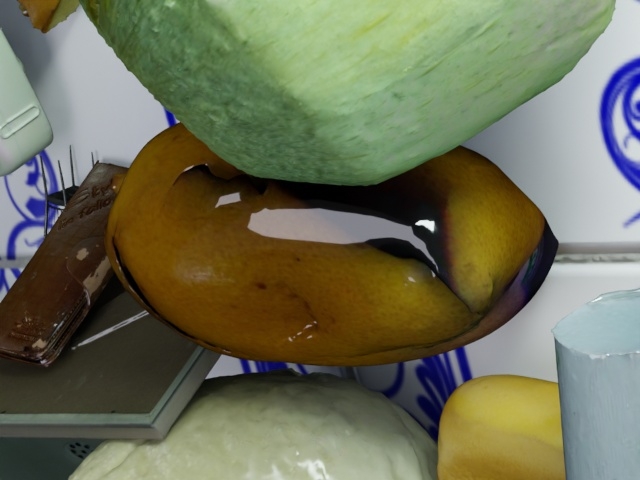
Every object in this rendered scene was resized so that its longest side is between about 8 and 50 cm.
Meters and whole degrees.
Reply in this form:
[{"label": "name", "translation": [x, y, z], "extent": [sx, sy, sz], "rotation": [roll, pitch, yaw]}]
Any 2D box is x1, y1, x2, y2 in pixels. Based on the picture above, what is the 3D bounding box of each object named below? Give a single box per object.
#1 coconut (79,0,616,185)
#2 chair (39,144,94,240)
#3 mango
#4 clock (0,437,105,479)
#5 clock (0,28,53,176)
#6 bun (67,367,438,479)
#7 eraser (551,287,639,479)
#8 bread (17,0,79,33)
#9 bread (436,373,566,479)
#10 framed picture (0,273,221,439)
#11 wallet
[{"label": "coconut", "translation": [0.021, -0.201, 1.034], "extent": [0.328, 0.281, 0.328], "rotation": [-9, 69, 23]}, {"label": "chair", "translation": [-0.198, -0.030, 1.518], "extent": [0.037, 0.042, 0.086], "rotation": [17, 114, 43]}, {"label": "mango", "translation": [0.000, 0.000, 1.208], "extent": [0.287, 0.153, 0.201], "rotation": [11, 133, 20]}, {"label": "clock", "translation": [-0.271, 0.187, 1.564], "extent": [0.324, 0.265, 0.109], "rotation": [33, 107, 20]}, {"label": "clock", "translation": [-0.303, -0.132, 1.531], "extent": [0.191, 0.062, 0.151], "rotation": [14, 136, 51]}, {"label": "bun", "translation": [-0.019, 0.266, 1.293], "extent": [0.349, 0.352, 0.227], "rotation": [33, 163, -23]}, {"label": "eraser", "translation": [0.226, 0.138, 1.094], "extent": [0.081, 0.174, 0.227], "rotation": [-106, 8, -68]}, {"label": "bread", "translation": [-0.265, -0.245, 1.465], "extent": [0.226, 0.049, 0.088], "rotation": [48, 138, 14]}, {"label": "bread", "translation": [0.160, 0.149, 1.216], "extent": [0.173, 0.085, 0.134], "rotation": [12, 123, 40]}, {"label": "framed picture", "translation": [-0.153, 0.061, 1.402], "extent": [0.289, 0.211, 0.020], "rotation": [-7, 130, 47]}, {"label": "wallet", "translation": [-0.187, 0.014, 1.441], "extent": [0.095, 0.176, 0.026], "rotation": [10, 149, 46]}]
